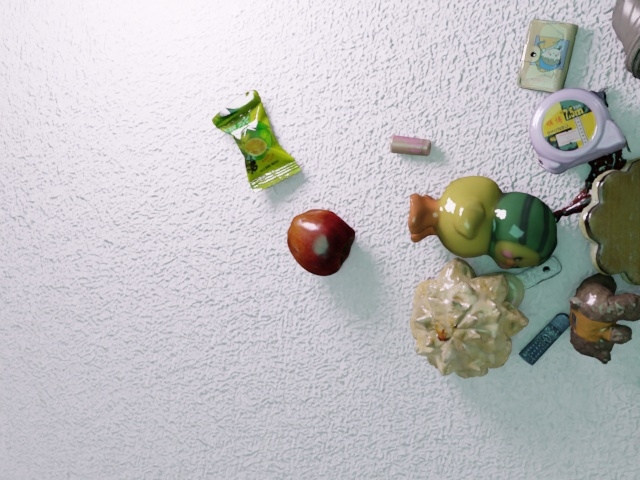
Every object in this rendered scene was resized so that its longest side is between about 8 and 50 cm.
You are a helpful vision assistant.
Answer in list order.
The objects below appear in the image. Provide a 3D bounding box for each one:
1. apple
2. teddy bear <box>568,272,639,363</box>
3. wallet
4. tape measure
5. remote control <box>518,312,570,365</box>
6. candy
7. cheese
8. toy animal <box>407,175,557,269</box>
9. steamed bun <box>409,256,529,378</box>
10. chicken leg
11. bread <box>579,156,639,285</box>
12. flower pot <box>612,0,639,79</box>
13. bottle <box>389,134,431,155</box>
[{"bbox_3d":[-0.006,0.002,1.809,0.158,0.147,0.156,24,126,15],"label":"apple"},{"bbox_3d":[0.623,0.180,1.617,0.140,0.177,0.190,-10,120,-11],"label":"teddy bear"},{"bbox_3d":[0.512,-0.418,1.626,0.110,0.039,0.155,13,101,15],"label":"wallet"},{"bbox_3d":[0.566,-0.250,1.598,0.196,0.105,0.179,-17,84,25],"label":"tape measure"},{"bbox_3d":[0.542,0.235,1.721,0.043,0.027,0.153,39,109,3],"label":"remote control"},{"bbox_3d":[-0.168,-0.252,1.863,0.149,0.069,0.247,-30,83,15],"label":"candy"},{"bbox_3d":[0.466,0.111,1.714,0.235,0.049,0.127,-30,87,21],"label":"cheese"},{"bbox_3d":[0.377,-0.049,1.648,0.338,0.216,0.191,12,75,14],"label":"toy animal"},{"bbox_3d":[0.330,0.191,1.690,0.295,0.137,0.293,6,101,35],"label":"steamed bun"},{"bbox_3d":[0.618,-0.117,1.631,0.089,0.048,0.219,35,107,14],"label":"chicken leg"},{"bbox_3d":[0.661,-0.044,1.577,0.207,0.056,0.287,2,94,-15],"label":"bread"},{"bbox_3d":[0.701,-0.461,1.481,0.235,0.235,0.141,-40,62,19],"label":"flower pot"},{"bbox_3d":[0.220,-0.231,1.750,0.096,0.045,0.045,8,100,15],"label":"bottle"}]
